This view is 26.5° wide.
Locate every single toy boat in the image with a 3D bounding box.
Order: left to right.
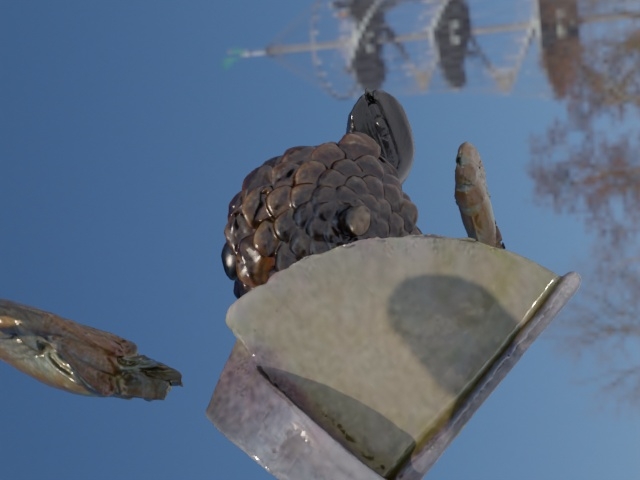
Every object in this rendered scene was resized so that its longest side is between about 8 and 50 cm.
[{"bbox_3d":[0.045,0.121,1.185,0.111,0.276,0.294,42,-111,-82],"label":"toy boat"}]

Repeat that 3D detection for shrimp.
[{"bbox_3d":[-0.302,0.132,1.635,0.168,0.317,0.077,56,-131,-49],"label":"shrimp"},{"bbox_3d":[0.194,-0.032,1.632,0.091,0.043,0.184,-52,-47,-63],"label":"shrimp"}]

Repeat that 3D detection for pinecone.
[{"bbox_3d":[0.000,0.000,1.517,0.272,0.224,0.224,143,132,-74],"label":"pinecone"}]

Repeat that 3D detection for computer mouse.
[{"bbox_3d":[0.080,-0.119,1.783,0.099,0.057,0.172,-28,-51,-21],"label":"computer mouse"}]
